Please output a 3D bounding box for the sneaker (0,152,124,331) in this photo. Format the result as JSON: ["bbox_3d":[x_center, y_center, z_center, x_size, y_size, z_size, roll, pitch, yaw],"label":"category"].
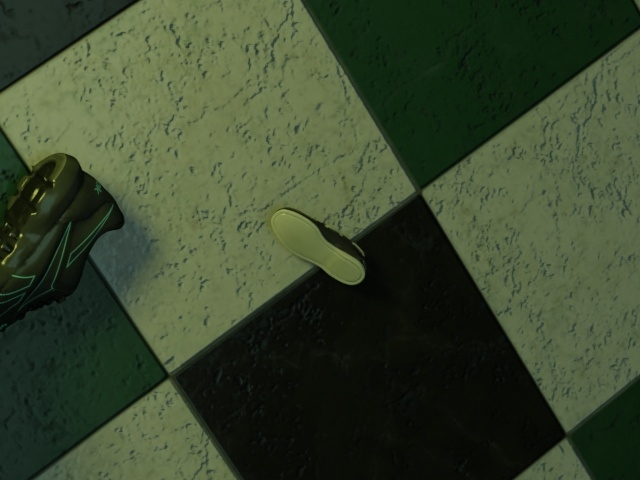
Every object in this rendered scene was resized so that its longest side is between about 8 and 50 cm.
[{"bbox_3d":[-0.304,0.043,1.709,0.106,0.101,0.267,40,87,-33],"label":"sneaker"}]

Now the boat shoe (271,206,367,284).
[{"bbox_3d":[0.000,0.000,1.856,0.125,0.038,0.046,33,124,-15],"label":"boat shoe"}]
